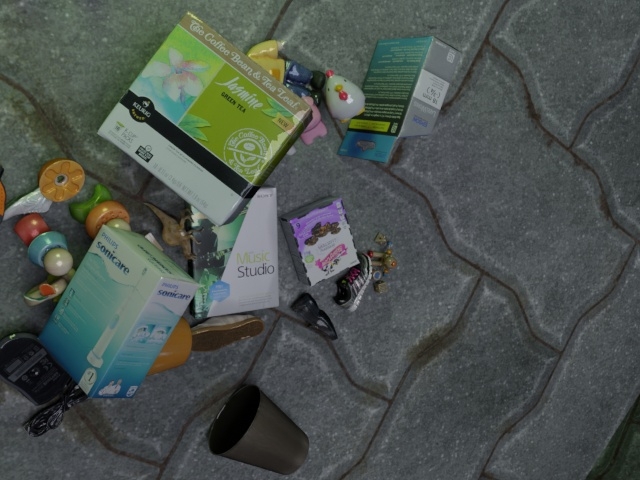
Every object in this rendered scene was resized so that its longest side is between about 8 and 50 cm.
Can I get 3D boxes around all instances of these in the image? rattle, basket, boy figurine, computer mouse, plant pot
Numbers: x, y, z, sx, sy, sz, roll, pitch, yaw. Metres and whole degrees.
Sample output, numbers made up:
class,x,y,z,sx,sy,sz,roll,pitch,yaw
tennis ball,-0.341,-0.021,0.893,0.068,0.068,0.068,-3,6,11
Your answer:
class,x,y,z,sx,sy,sz,roll,pitch,yaw
rattle,-0.573,0.143,1.593,0.130,0.200,0.142,-17,102,-22
basket,-0.151,0.524,1.938,0.227,0.154,0.204,41,81,-32
boy figurine,-0.129,-0.413,1.789,0.285,0.092,0.177,11,99,-33
computer mouse,-0.657,0.307,1.668,0.188,0.072,0.272,-38,128,-19
plant pot,-0.416,0.238,1.717,0.188,0.205,0.205,6,98,-44

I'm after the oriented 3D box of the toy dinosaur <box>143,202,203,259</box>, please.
class,x,y,z,sx,sy,sz,roll,pitch,yaw
toy dinosaur,-0.342,-0.033,1.731,0.092,0.053,0.183,-35,100,8

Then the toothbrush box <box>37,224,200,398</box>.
class,x,y,z,sx,sy,sz,roll,pitch,yaw
toothbrush box,-0.426,0.150,1.528,0.295,0.216,0.126,-60,149,7

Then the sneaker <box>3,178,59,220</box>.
class,x,y,z,sx,sy,sz,roll,pitch,yaw
sneaker,-0.635,-0.081,1.604,0.152,0.054,0.061,-35,117,-19

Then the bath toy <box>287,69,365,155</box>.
class,x,y,z,sx,sy,sz,roll,pitch,yaw
bath toy,-0.055,-0.291,1.770,0.348,0.151,0.129,-32,113,1

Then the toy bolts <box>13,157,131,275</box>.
class,x,y,z,sx,sy,sz,roll,pitch,yaw
toy bolts,-0.541,-0.037,1.568,0.228,0.158,0.218,-42,144,-13

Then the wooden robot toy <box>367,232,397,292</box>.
class,x,y,z,sx,sy,sz,roll,pitch,yaw
wooden robot toy,0.180,0.068,2.060,0.076,0.079,0.173,3,98,-29

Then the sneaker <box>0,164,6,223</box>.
class,x,y,z,sx,sy,sz,roll,pitch,yaw
sneaker,-0.765,-0.044,1.486,0.321,0.124,0.180,-53,134,-6

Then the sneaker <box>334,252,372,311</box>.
class,x,y,z,sx,sy,sz,roll,pitch,yaw
sneaker,0.087,0.114,2.028,0.075,0.063,0.170,16,97,-36

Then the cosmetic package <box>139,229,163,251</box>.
class,x,y,z,sx,sy,sz,roll,pitch,yaw
cosmetic package,-0.441,0.033,1.738,0.115,0.041,0.060,-41,116,-15

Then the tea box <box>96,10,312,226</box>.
class,x,y,z,sx,sy,sz,roll,pitch,yaw
tea box,-0.238,-0.254,1.591,0.329,0.220,0.323,37,92,-2

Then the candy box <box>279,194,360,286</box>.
class,x,y,z,sx,sy,sz,roll,pitch,yaw
candy box,0.000,0.000,1.953,0.165,0.070,0.196,-25,111,-22

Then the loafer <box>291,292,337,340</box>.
class,x,y,z,sx,sy,sz,roll,pitch,yaw
loafer,-0.014,0.219,2.005,0.061,0.062,0.170,-35,113,6

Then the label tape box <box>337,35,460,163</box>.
class,x,y,z,sx,sy,sz,roll,pitch,yaw
label tape box,0.199,-0.353,1.893,0.106,0.240,0.333,19,92,-32

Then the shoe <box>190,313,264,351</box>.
class,x,y,z,sx,sy,sz,roll,pitch,yaw
shoe,-0.256,0.233,1.877,0.219,0.058,0.076,-10,125,-23

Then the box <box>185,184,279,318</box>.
class,x,y,z,sx,sy,sz,roll,pitch,yaw
box,-0.222,0.026,1.846,0.232,0.058,0.322,-7,102,-27
